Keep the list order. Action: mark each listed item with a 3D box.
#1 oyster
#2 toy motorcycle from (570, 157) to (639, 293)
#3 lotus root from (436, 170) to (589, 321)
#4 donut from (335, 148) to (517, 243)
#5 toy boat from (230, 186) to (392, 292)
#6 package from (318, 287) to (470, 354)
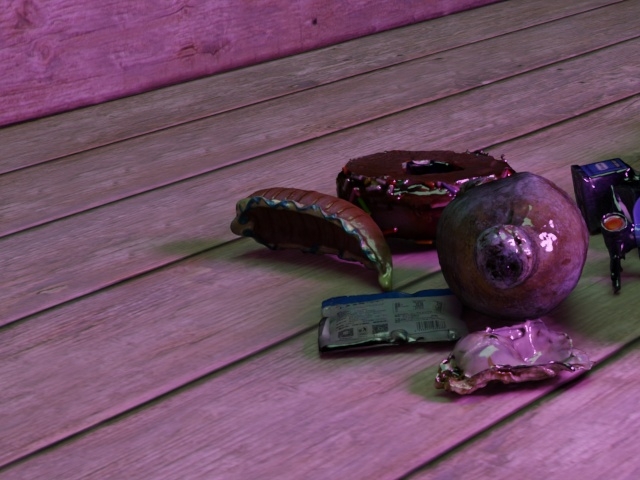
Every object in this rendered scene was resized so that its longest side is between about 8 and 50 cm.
[{"bbox_3d":[0.195,0.120,1.475,0.166,0.053,0.108,-1,35,-12],"label":"oyster"},{"bbox_3d":[0.440,-0.035,1.812,0.213,0.125,0.358,-13,15,2],"label":"toy motorcycle"},{"bbox_3d":[0.219,0.010,1.609,0.175,0.175,0.349,-4,8,2],"label":"lotus root"},{"bbox_3d":[0.151,-0.062,1.961,0.270,0.103,0.269,-1,14,0],"label":"donut"},{"bbox_3d":[0.009,-0.007,1.868,0.293,0.108,0.099,20,60,41],"label":"toy boat"},{"bbox_3d":[0.084,0.089,1.645,0.171,0.027,0.173,-6,15,4],"label":"package"}]
